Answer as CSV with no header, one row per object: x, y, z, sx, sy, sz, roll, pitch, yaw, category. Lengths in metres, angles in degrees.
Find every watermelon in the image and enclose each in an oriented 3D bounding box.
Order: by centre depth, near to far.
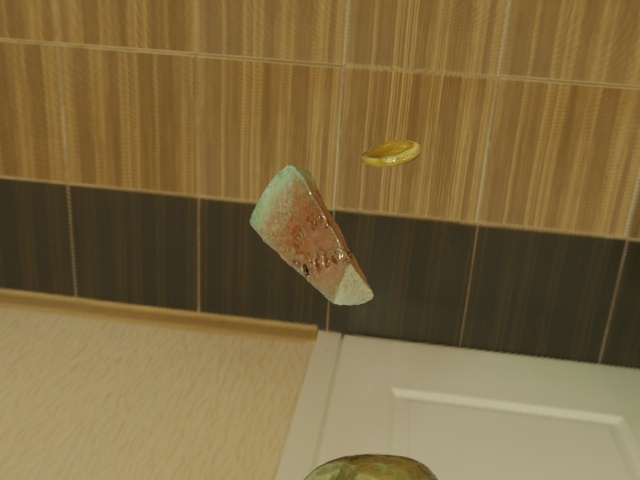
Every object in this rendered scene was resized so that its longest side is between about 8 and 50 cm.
0.000,0.000,1.068,0.241,0.095,0.154,56,141,26,watermelon

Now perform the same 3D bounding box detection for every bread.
0.125,-0.157,1.221,0.110,0.110,0.024,-7,116,11,bread

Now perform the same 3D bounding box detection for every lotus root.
0.043,0.215,0.532,0.113,0.192,0.088,-33,62,17,lotus root
